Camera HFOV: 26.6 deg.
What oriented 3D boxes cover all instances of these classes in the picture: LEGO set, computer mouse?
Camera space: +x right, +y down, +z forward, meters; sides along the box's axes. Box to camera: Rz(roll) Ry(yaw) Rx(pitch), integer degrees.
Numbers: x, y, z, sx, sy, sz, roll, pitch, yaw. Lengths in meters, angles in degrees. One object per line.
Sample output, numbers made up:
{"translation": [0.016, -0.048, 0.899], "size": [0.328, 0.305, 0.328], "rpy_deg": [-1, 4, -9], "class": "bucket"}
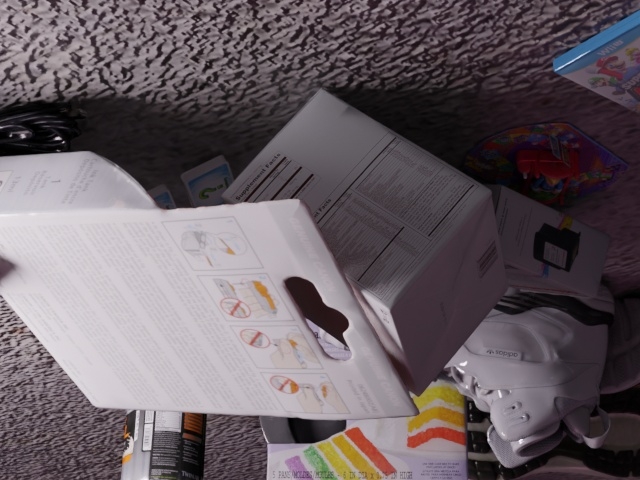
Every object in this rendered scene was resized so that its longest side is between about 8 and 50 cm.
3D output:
{"translation": [-0.157, 0.025, 1.462], "size": [0.182, 0.060, 0.244], "rpy_deg": [-26, 152, -8], "class": "LEGO set"}
{"translation": [-0.292, -0.054, 1.388], "size": [0.188, 0.072, 0.272], "rpy_deg": [-9, 144, 9], "class": "computer mouse"}

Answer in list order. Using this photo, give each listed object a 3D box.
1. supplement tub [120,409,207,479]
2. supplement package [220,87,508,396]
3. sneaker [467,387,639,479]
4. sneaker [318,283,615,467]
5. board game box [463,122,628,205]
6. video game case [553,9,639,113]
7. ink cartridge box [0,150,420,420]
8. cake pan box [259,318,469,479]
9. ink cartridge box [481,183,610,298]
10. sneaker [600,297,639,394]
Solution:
{"translation": [-0.221, 0.275, 1.929], "size": [0.117, 0.190, 0.117], "rpy_deg": [1, 154, 0], "class": "supplement tub"}
{"translation": [0.047, 0.003, 1.275], "size": [0.203, 0.149, 0.194], "rpy_deg": [34, 163, 26], "class": "supplement package"}
{"translation": [0.308, 0.283, 2.007], "size": [0.410, 0.158, 0.182], "rpy_deg": [6, 172, 0], "class": "sneaker"}
{"translation": [0.176, 0.156, 1.638], "size": [0.365, 0.210, 0.137], "rpy_deg": [-2, 154, 6], "class": "sneaker"}
{"translation": [0.229, -0.063, 1.381], "size": [0.133, 0.033, 0.168], "rpy_deg": [-21, 147, 38], "class": "board game box"}
{"translation": [0.308, -0.152, 1.210], "size": [0.166, 0.015, 0.119], "rpy_deg": [19, 149, -33], "class": "video game case"}
{"translation": [-0.120, 0.044, 1.279], "size": [0.385, 0.091, 0.308], "rpy_deg": [-2, 137, 27], "class": "ink cartridge box"}
{"translation": [0.056, 0.220, 1.743], "size": [0.266, 0.246, 0.070], "rpy_deg": [1, 151, 4], "class": "cake pan box"}
{"translation": [0.197, 0.000, 1.425], "size": [0.175, 0.072, 0.127], "rpy_deg": [21, 170, -36], "class": "ink cartridge box"}
{"translation": [0.459, 0.137, 1.688], "size": [0.180, 0.125, 0.321], "rpy_deg": [25, 146, -39], "class": "sneaker"}
